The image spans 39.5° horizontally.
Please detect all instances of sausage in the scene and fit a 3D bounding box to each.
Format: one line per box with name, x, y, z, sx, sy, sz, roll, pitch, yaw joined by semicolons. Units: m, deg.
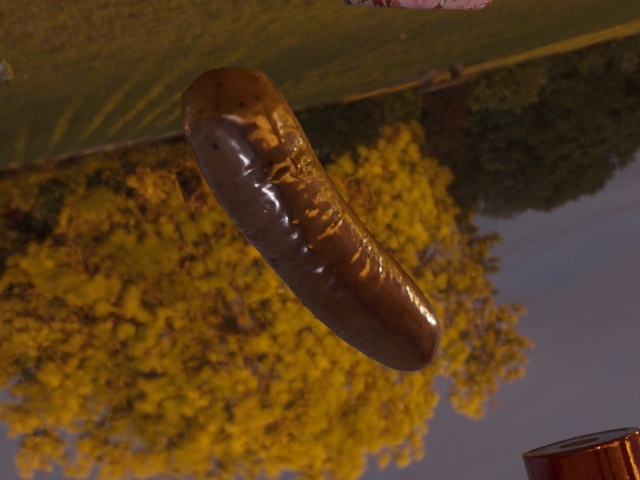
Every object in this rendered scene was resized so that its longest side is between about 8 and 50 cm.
sausage;-0.001;0.002;1.074;0.123;0.501;0.136;-5;-138;46

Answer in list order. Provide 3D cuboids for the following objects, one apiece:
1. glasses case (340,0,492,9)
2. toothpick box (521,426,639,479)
glasses case;0.143;-0.400;1.334;0.266;0.103;0.067;-3;-161;-14
toothpick box;0.473;0.494;1.459;0.204;0.333;0.204;-14;170;-3
